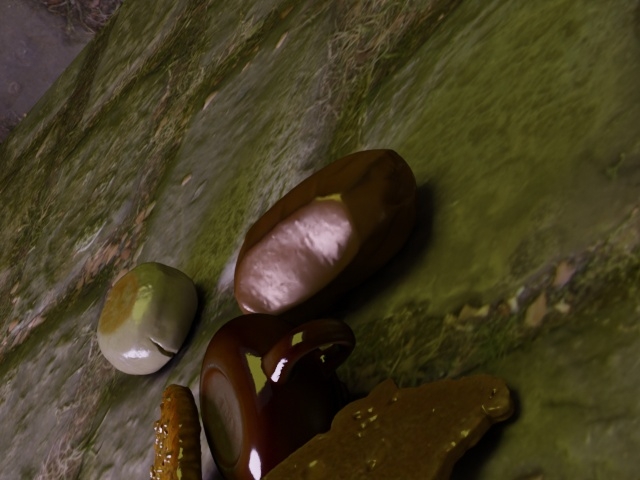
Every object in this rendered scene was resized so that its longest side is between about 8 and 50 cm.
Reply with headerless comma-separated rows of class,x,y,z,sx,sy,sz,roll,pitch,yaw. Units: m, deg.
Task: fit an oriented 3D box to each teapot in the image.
teapot,-0.027,0.140,1.039,0.178,0.135,0.252,64,146,25

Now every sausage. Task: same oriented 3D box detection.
sausage,0.000,0.001,1.157,0.241,0.120,0.136,-39,-2,32

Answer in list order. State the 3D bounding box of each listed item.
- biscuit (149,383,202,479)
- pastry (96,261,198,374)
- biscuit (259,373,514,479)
biscuit,-0.148,0.266,1.120,0.254,0.035,0.254,-176,90,-77
pastry,-0.232,0.104,1.512,0.156,0.092,0.156,-35,42,39
biscuit,0.042,0.176,0.908,0.250,0.035,0.162,-25,23,15
